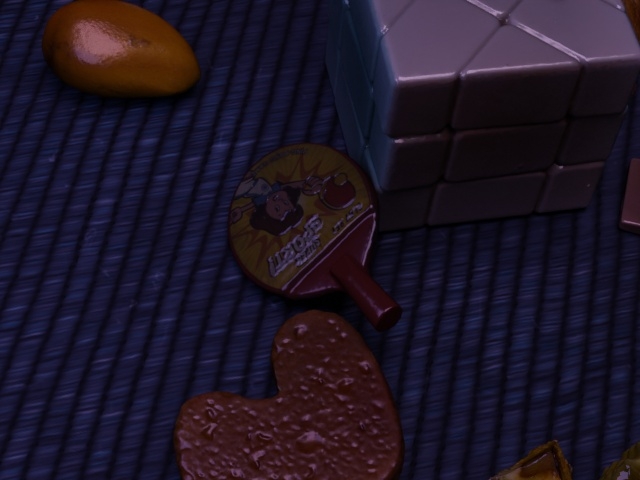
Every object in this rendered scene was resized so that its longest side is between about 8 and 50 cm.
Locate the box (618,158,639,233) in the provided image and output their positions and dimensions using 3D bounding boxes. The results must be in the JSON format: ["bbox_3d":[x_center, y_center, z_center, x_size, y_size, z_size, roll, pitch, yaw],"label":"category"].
[{"bbox_3d":[0.432,-0.059,1.958,0.048,0.025,0.115,11,55,8],"label":"box"}]

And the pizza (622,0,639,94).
[{"bbox_3d":[0.398,-0.337,2.073,0.086,0.226,0.335,-14,82,34],"label":"pizza"}]

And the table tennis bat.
[{"bbox_3d":[0.000,0.000,1.813,0.200,0.038,0.310,-44,54,4],"label":"table tennis bat"}]

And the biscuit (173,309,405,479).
[{"bbox_3d":[-0.046,0.217,1.709,0.277,0.052,0.262,-17,54,-15],"label":"biscuit"}]

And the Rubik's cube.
[{"bbox_3d":[0.194,-0.234,1.880,0.319,0.316,0.322,-7,56,-10],"label":"Rubik's cube"}]

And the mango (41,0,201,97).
[{"bbox_3d":[-0.269,-0.255,1.979,0.219,0.112,0.145,15,55,-9],"label":"mango"}]

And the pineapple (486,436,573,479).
[{"bbox_3d":[0.241,0.278,1.686,0.114,0.077,0.114,-11,52,3],"label":"pineapple"}]

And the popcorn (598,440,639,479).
[{"bbox_3d":[0.422,0.322,1.573,0.224,0.270,0.258,15,38,-50],"label":"popcorn"}]
